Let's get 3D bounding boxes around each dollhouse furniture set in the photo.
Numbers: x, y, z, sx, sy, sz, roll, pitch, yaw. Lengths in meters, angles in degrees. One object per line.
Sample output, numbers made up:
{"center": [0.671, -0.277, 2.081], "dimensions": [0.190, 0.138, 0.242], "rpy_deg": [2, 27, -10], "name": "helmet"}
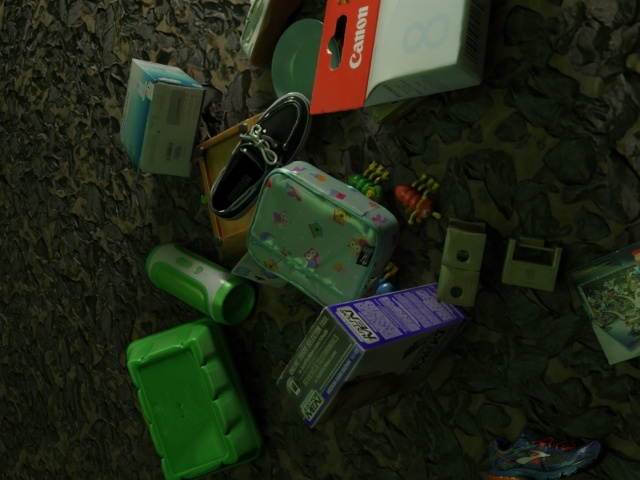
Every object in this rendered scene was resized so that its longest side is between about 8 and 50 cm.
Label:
{"center": [0.301, 0.047, 1.225], "dimensions": [0.183, 0.129, 0.129], "rpy_deg": [10, 103, 10], "name": "dollhouse furniture set"}

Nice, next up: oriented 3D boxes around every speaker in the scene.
{"center": [-0.295, 0.101, 1.730], "dimensions": [0.296, 0.131, 0.131], "rpy_deg": [23, 109, 38], "name": "speaker"}

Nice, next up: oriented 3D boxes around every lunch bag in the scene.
{"center": [0.000, 0.000, 1.353], "dimensions": [0.279, 0.108, 0.224], "rpy_deg": [33, 118, 19], "name": "lunch bag"}

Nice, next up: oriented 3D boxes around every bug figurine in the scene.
{"center": [0.111, -0.019, 1.395], "dimensions": [0.216, 0.072, 0.279], "rpy_deg": [38, 118, 33], "name": "bug figurine"}

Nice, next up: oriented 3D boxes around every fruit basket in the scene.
{"center": [-0.318, 0.390, 1.733], "dimensions": [0.282, 0.392, 0.392], "rpy_deg": [-20, 78, -1], "name": "fruit basket"}

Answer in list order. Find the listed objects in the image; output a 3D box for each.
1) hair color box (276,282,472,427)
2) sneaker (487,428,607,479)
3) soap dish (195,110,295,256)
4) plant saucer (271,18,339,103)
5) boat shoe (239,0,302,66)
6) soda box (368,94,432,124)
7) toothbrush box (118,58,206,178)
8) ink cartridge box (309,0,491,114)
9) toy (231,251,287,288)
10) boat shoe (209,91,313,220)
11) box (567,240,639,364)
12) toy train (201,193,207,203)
{"center": [0.103, 0.190, 1.242], "dimensions": [0.110, 0.338, 0.185], "rpy_deg": [47, 122, 29], "name": "hair color box"}
{"center": [0.369, 0.359, 1.199], "dimensions": [0.221, 0.083, 0.087], "rpy_deg": [-24, 70, 37], "name": "sneaker"}
{"center": [-0.161, -0.124, 1.596], "dimensions": [0.228, 0.118, 0.291], "rpy_deg": [-17, 84, 41], "name": "soap dish"}
{"center": [-0.023, -0.366, 1.506], "dimensions": [0.195, 0.037, 0.195], "rpy_deg": [5, 98, 41], "name": "plant saucer"}
{"center": [-0.108, -0.514, 1.527], "dimensions": [0.096, 0.098, 0.277], "rpy_deg": [49, 124, 26], "name": "boat shoe"}
{"center": [0.171, -0.287, 1.324], "dimensions": [0.181, 0.061, 0.058], "rpy_deg": [-33, 72, 38], "name": "soda box"}
{"center": [-0.387, -0.298, 1.710], "dimensions": [0.295, 0.126, 0.216], "rpy_deg": [41, 121, 57], "name": "toothbrush box"}
{"center": [0.121, -0.405, 1.284], "dimensions": [0.384, 0.091, 0.308], "rpy_deg": [-2, 75, 41], "name": "ink cartridge box"}
{"center": [-0.072, 0.031, 1.514], "dimensions": [0.237, 0.136, 0.056], "rpy_deg": [-49, 35, 30], "name": "toy"}
{"center": [-0.124, -0.177, 1.443], "dimensions": [0.113, 0.105, 0.306], "rpy_deg": [41, 89, 5], "name": "boat shoe"}
{"center": [0.512, 0.074, 1.067], "dimensions": [0.233, 0.044, 0.159], "rpy_deg": [-31, 74, 39], "name": "box"}
{"center": [-0.267, -0.093, 1.760], "dimensions": [0.083, 0.017, 0.024], "rpy_deg": [24, 119, 38], "name": "toy train"}
